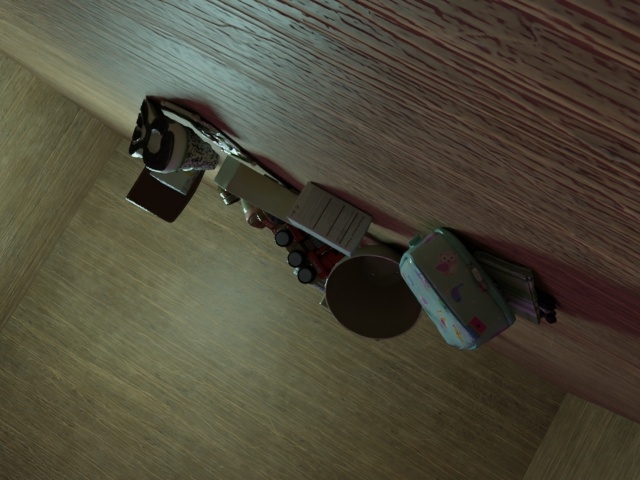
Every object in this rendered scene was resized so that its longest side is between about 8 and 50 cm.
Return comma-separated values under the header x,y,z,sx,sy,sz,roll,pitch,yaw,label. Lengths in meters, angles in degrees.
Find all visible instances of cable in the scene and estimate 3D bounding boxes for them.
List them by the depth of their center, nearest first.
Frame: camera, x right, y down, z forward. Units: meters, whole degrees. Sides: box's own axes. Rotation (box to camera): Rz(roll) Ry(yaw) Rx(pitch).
x,y,z,sx,sy,sz,roll,pitch,yaw,label
0.385,0.110,0.928,0.184,0.047,0.150,27,174,46,cable

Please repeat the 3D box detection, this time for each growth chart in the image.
x,y,z,sx,sy,sz,roll,pitch,yaw,label
-0.285,-0.276,1.165,0.172,0.021,0.237,28,175,40,growth chart

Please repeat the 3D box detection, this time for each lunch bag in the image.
x,y,z,sx,sy,sz,roll,pitch,yaw,label
0.248,0.090,0.882,0.224,0.107,0.279,58,178,11,lunch bag

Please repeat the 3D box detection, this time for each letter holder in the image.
x,y,z,sx,sy,sz,roll,pitch,yaw,label
-0.613,-0.243,1.875,0.214,0.302,0.152,30,176,-10,letter holder

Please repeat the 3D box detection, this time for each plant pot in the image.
x,y,z,sx,sy,sz,roll,pitch,yaw,label
0.174,0.126,1.367,0.284,0.284,0.191,30,-149,2,plant pot

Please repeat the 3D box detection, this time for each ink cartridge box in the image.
x,y,z,sx,sy,sz,roll,pitch,yaw,label
-0.520,-0.277,1.682,0.127,0.176,0.128,31,176,-4,ink cartridge box

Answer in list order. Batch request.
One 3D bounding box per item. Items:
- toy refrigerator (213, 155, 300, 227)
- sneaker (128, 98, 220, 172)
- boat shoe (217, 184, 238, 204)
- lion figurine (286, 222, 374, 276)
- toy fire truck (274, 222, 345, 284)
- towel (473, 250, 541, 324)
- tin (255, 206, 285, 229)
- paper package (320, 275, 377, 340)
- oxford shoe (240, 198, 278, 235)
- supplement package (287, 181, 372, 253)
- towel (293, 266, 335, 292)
x,y,z,sx,sy,sz,roll,pitch,yaw,label
-0.158,-0.140,1.305,0.269,0.094,0.102,28,-177,-38,toy refrigerator
-0.394,-0.259,1.227,0.182,0.158,0.410,15,-163,-38,sneaker
-0.363,-0.220,1.921,0.105,0.110,0.307,59,179,-6,boat shoe
0.038,0.035,1.690,0.240,0.142,0.392,8,154,40,lion figurine
0.000,0.000,1.468,0.217,0.246,0.158,58,-166,5,toy fire truck
0.343,0.085,0.828,0.113,0.023,0.152,30,161,47,towel
-0.157,-0.109,1.453,0.106,0.040,0.190,41,-153,-28,tin
0.200,0.257,2.127,0.324,0.310,0.168,29,172,6,paper package
-0.189,-0.118,1.905,0.147,0.140,0.397,62,-165,23,oxford shoe
0.024,-0.049,1.120,0.179,0.105,0.105,30,175,7,supplement package
0.056,0.109,1.933,0.283,0.235,0.121,33,169,-33,towel
